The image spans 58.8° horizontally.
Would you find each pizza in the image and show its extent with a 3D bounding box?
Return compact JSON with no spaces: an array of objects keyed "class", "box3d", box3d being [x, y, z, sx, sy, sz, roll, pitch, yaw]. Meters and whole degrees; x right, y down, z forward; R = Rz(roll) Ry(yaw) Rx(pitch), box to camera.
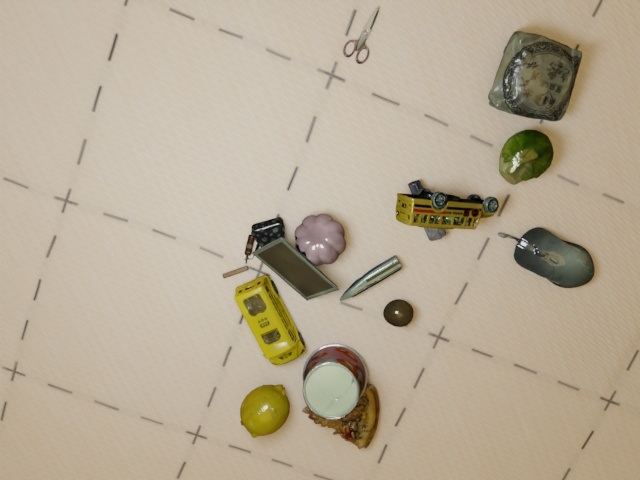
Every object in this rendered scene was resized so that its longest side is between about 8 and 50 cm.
[{"class":"pizza","box3d":[0.104,0.627,2.119,0.287,0.074,0.251,27,100,-9]}]

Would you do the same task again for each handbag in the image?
[{"class":"handbag","box3d":[-0.169,-0.003,1.963,0.115,0.072,0.139,-17,117,2]}]

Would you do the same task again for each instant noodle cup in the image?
[{"class":"instant noodle cup","box3d":[0.042,0.496,1.974,0.243,0.231,0.243,0,89,6]}]

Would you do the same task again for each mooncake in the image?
[{"class":"mooncake","box3d":[0.684,-0.515,1.799,0.254,0.136,0.250,13,108,-3]}]

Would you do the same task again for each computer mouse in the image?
[{"class":"computer mouse","box3d":[0.788,0.057,1.972,0.379,0.090,0.167,23,102,-4]}]

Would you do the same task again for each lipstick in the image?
[{"class":"lipstick","box3d":[-0.301,0.111,2.008,0.094,0.019,0.019,-19,104,4]}]

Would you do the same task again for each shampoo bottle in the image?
[{"class":"shampoo bottle","box3d":[0.359,-0.104,1.935,0.072,0.072,0.214,-25,103,6]}]

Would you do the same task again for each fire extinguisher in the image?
[{"class":"fire extinguisher","box3d":[-0.240,0.031,1.988,0.046,0.032,0.100,3,107,-37]}]

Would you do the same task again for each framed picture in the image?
[{"class":"framed picture","box3d":[-0.085,0.099,1.927,0.274,0.217,0.017,43,57,-17]}]

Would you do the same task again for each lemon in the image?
[{"class":"lemon","box3d":[-0.199,0.612,2.060,0.173,0.173,0.206,39,88,-9]}]

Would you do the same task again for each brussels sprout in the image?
[{"class":"brussels sprout","box3d":[0.669,-0.275,1.860,0.180,0.144,0.161,-37,137,-4]}]

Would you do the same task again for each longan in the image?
[{"class":"longan","box3d":[0.275,0.262,2.018,0.106,0.106,0.119,8,146,-3]}]

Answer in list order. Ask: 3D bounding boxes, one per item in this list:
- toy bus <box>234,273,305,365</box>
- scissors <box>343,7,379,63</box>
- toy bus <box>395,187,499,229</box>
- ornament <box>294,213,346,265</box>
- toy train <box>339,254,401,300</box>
[{"class":"toy bus","box3d":[-0.174,0.297,1.989,0.144,0.152,0.330,-25,103,5]},{"class":"scissors","box3d":[0.142,-0.659,1.814,0.085,0.022,0.176,26,105,-6]},{"class":"toy bus","box3d":[0.416,-0.100,1.859,0.335,0.121,0.123,3,101,-22]},{"class":"ornament","box3d":[0.000,0.001,1.912,0.177,0.177,0.178,0,104,0]},{"class":"toy train","box3d":[0.167,0.136,2.000,0.252,0.055,0.048,-31,103,7]}]
